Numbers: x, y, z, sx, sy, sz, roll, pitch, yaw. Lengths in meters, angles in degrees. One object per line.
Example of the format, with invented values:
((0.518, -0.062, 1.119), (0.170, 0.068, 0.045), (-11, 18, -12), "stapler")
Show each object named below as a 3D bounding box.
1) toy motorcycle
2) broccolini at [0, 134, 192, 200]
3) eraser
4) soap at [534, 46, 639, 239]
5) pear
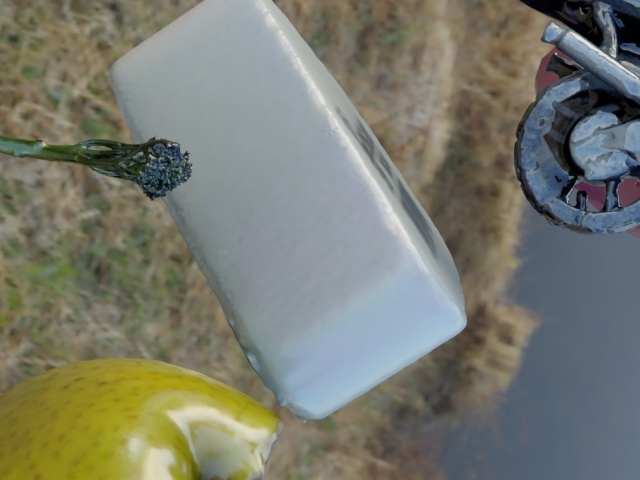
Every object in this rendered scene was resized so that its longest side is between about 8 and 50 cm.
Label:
((0.250, -0.092, 0.859), (0.108, 0.307, 0.173), (35, 52, -79), "toy motorcycle")
((-0.190, -0.064, 1.084), (0.044, 0.218, 0.042), (77, 27, -56), "broccolini")
((0.000, 0.000, 1.220), (0.150, 0.331, 0.331), (-31, 145, 9), "eraser")
((0.278, -0.100, 1.232), (0.127, 0.220, 0.325), (-45, 173, 31), "soap")
((-0.194, 0.219, 1.060), (0.386, 0.191, 0.340), (-54, -178, 36), "pear")
